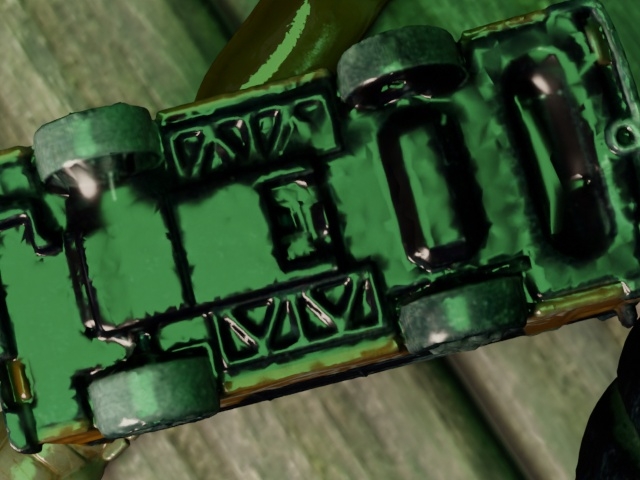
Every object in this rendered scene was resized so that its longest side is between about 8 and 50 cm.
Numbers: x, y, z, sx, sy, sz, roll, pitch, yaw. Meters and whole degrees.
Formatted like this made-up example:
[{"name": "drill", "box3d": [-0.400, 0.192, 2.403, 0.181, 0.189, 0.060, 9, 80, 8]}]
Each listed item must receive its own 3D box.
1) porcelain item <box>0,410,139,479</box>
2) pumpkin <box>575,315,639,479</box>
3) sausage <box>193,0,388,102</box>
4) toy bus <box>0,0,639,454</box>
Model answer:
[{"name": "porcelain item", "box3d": [-0.155, 0.120, 0.982, 0.084, 0.054, 0.213, 39, 96, 17]}, {"name": "pumpkin", "box3d": [0.288, 0.132, 0.726, 0.364, 0.266, 0.363, -4, 110, -11]}, {"name": "sausage", "box3d": [-0.013, -0.119, 0.963, 0.062, 0.054, 0.183, 35, 94, -17]}, {"name": "toy bus", "box3d": [0.000, 0.000, 0.854, 0.324, 0.194, 0.161, -14, 82, 1]}]
